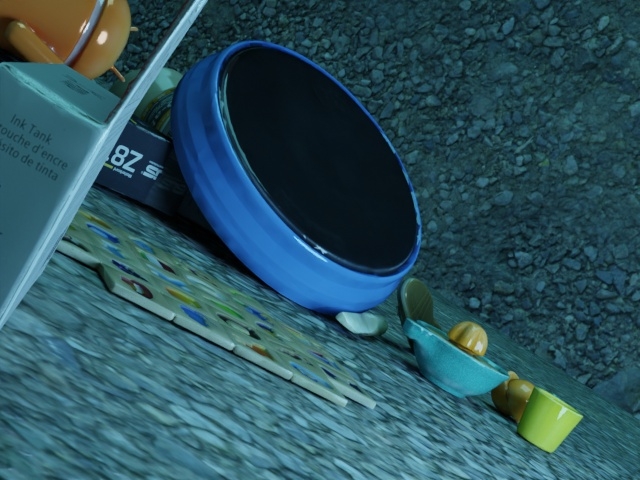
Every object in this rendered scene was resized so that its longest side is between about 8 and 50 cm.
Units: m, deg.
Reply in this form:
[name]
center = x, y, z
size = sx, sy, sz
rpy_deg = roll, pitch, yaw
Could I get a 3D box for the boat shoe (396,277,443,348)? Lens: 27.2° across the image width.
[boat shoe]
center = 0.126, 0.105, 1.798
size = 0.048, 0.056, 0.153
rpy_deg = 14, -30, 33

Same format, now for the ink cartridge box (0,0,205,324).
[ink cartridge box]
center = -0.135, -0.078, 0.743
size = 0.066, 0.261, 0.296
rpy_deg = 31, 3, -9

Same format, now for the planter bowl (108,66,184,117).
[planter bowl]
center = -0.291, -0.208, 2.325
size = 0.162, 0.162, 0.109
rpy_deg = 27, 32, -47

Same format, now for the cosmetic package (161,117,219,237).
[cosmetic package]
center = -0.140, -0.096, 1.847
size = 0.183, 0.151, 0.151
rpy_deg = 31, 3, -15

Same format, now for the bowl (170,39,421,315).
[bowl]
center = -0.018, -0.089, 1.705
size = 0.391, 0.077, 0.391
rpy_deg = 33, 37, -29

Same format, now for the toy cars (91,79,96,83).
[toy cars]
center = -0.541, -0.319, 2.130
size = 0.393, 0.087, 0.176
rpy_deg = 34, -24, 6

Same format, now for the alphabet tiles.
[alphabet tiles]
center = -0.113, 0.050, 1.181
size = 0.342, 0.011, 0.285
rpy_deg = 29, 4, -24

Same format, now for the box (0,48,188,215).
[box]
center = -0.376, -0.190, 1.661
size = 0.395, 0.097, 0.318
rpy_deg = 33, 7, 41

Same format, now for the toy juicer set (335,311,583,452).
[toy juicer set]
center = 0.168, 0.137, 1.675
size = 0.329, 0.090, 0.209
rpy_deg = 30, 4, -6

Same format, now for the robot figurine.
[robot figurine]
center = -0.306, -0.257, 1.478
size = 0.219, 0.128, 0.158
rpy_deg = 26, 5, -25

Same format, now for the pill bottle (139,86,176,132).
[pill bottle]
center = -0.192, -0.150, 2.090
size = 0.162, 0.162, 0.278
rpy_deg = 29, 3, -21
